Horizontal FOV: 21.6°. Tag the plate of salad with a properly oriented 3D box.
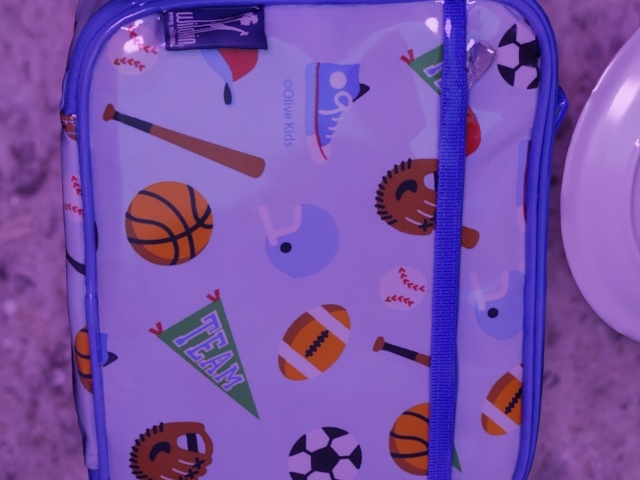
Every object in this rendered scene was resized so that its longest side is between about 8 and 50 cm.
[{"bbox_3d":[0.199,-0.041,0.833,0.200,0.048,0.200,-10,115,-22],"label":"plate of salad"}]

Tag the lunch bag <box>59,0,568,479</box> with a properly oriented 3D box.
[{"bbox_3d":[0.000,0.000,0.802,0.243,0.115,0.303,-2,111,-8],"label":"lunch bag"}]
